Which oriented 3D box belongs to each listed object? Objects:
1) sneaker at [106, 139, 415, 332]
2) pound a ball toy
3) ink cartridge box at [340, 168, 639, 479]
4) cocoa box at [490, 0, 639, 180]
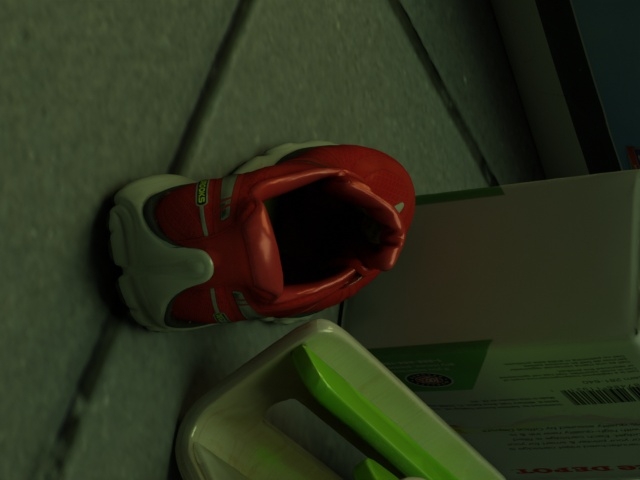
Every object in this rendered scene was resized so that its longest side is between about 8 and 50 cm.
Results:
[{"bbox_3d":[0.000,0.000,0.925,0.279,0.118,0.107,-21,103,-61],"label":"sneaker"},{"bbox_3d":[0.040,0.192,0.907,0.319,0.136,0.208,44,12,-50],"label":"pound a ball toy"},{"bbox_3d":[0.168,0.069,1.129,0.278,0.201,0.117,40,51,-52],"label":"ink cartridge box"},{"bbox_3d":[0.292,-0.207,1.321,0.231,0.228,0.347,-37,119,-30],"label":"cocoa box"}]
